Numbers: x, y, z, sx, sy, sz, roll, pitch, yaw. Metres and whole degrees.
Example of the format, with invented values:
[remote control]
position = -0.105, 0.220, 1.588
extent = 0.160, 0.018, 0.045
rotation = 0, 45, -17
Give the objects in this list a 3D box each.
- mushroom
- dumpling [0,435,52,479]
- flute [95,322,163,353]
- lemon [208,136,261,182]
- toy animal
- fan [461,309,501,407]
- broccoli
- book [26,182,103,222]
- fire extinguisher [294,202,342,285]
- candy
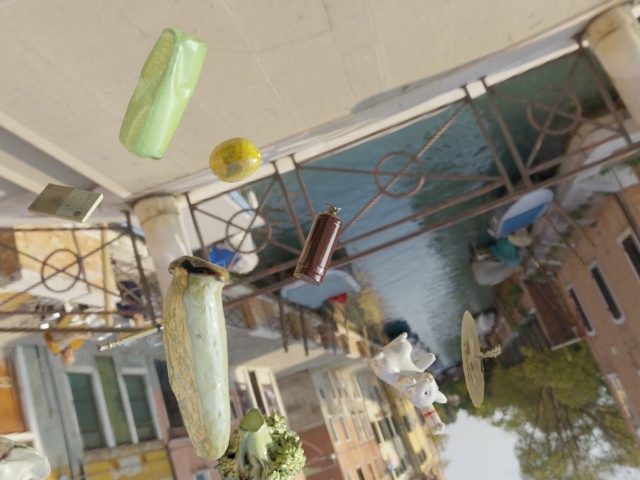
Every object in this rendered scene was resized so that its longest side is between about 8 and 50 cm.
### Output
[mushroom]
position = -0.199, 0.188, 0.989
extent = 0.107, 0.333, 0.087
rotation = 6, -168, 26
[dumpling]
position = -0.700, 0.517, 1.359
extent = 0.247, 0.142, 0.172
rotation = -27, 139, 23
[flute]
position = -0.448, 0.235, 1.547
extent = 0.233, 0.027, 0.027
rotation = -17, 164, -32
[lemon]
position = -0.328, -0.309, 2.356
extent = 0.207, 0.170, 0.170
rotation = -25, 162, 7
[toy animal]
position = 0.269, 0.391, 1.706
extent = 0.140, 0.282, 0.138
rotation = -33, 155, -41
[fan]
position = 0.295, 0.219, 1.149
extent = 0.009, 0.191, 0.329
rotation = -4, 167, 1
[broccoli]
position = -0.164, 0.529, 1.532
extent = 0.247, 0.263, 0.243
rotation = -1, 128, 6
[book]
position = -0.836, -0.124, 2.011
extent = 0.198, 0.138, 0.016
rotation = 12, 137, 8
[fire extinguisher]
position = 0.000, 0.000, 2.359
extent = 0.135, 0.337, 0.114
rotation = 1, 153, 48
[candy]
position = -0.402, -0.371, 1.576
extent = 0.142, 0.132, 0.343
rotation = 16, 111, -33
